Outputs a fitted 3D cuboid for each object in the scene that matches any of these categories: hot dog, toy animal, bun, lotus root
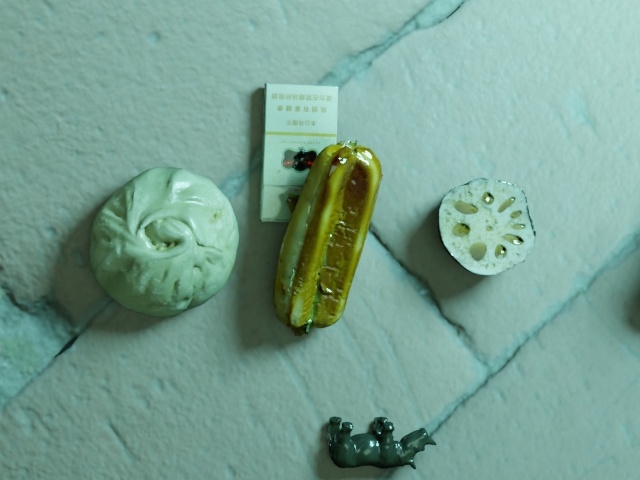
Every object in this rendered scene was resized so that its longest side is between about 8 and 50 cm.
[{"bbox_3d":[0.000,0.000,1.652,0.104,0.076,0.250,2,114,-33],"label":"hot dog"},{"bbox_3d":[0.077,0.253,1.714,0.136,0.047,0.065,0,99,-12],"label":"toy animal"},{"bbox_3d":[-0.178,0.006,1.621,0.183,0.102,0.183,-1,97,-11],"label":"bun"},{"bbox_3d":[0.196,-0.018,1.696,0.112,0.081,0.122,-13,97,-7],"label":"lotus root"}]

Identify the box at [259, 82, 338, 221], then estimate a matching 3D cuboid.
[{"bbox_3d":[-0.027,-0.105,1.678,0.090,0.024,0.167,1,95,-12],"label":"box"}]
